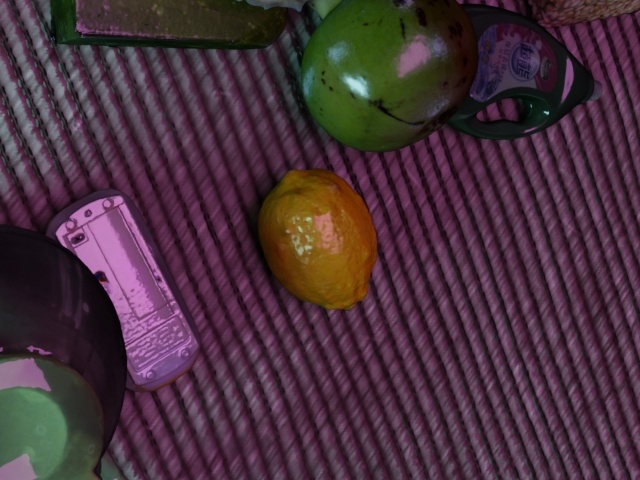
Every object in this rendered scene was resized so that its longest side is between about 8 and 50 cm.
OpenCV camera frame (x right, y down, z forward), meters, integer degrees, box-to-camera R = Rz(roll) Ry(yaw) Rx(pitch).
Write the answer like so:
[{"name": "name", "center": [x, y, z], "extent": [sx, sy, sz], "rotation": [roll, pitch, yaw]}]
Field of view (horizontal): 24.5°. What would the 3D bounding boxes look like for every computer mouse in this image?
[{"name": "computer mouse", "center": [-0.186, 0.048, 1.394], "extent": [0.102, 0.045, 0.199], "rotation": [-32, 108, -19]}]

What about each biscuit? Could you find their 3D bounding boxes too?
[{"name": "biscuit", "center": [0.300, -0.280, 1.598], "extent": [0.168, 0.082, 0.070], "rotation": [-11, 73, -25]}]

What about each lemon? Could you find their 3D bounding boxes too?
[{"name": "lemon", "center": [0.000, 0.000, 1.447], "extent": [0.114, 0.114, 0.155], "rotation": [-33, 111, -21]}]

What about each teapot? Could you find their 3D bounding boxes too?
[{"name": "teapot", "center": [-0.265, 0.167, 1.252], "extent": [0.239, 0.239, 0.322], "rotation": [-14, 112, -14]}]

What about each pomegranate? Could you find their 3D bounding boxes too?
[{"name": "pomegranate", "center": [0.050, -0.180, 1.444], "extent": [0.179, 0.210, 0.179], "rotation": [-32, 139, -32]}]

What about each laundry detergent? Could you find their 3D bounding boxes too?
[{"name": "laundry detergent", "center": [0.210, -0.170, 1.569], "extent": [0.210, 0.063, 0.137], "rotation": [11, 92, -29]}]

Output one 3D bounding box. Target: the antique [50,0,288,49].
[{"name": "antique", "center": [-0.136, -0.224, 1.380], "extent": [0.220, 0.080, 0.081], "rotation": [-2, 93, -26]}]

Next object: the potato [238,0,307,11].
[{"name": "potato", "center": [-0.041, -0.405, 1.339], "extent": [0.289, 0.237, 0.301], "rotation": [-44, 130, 18]}]
